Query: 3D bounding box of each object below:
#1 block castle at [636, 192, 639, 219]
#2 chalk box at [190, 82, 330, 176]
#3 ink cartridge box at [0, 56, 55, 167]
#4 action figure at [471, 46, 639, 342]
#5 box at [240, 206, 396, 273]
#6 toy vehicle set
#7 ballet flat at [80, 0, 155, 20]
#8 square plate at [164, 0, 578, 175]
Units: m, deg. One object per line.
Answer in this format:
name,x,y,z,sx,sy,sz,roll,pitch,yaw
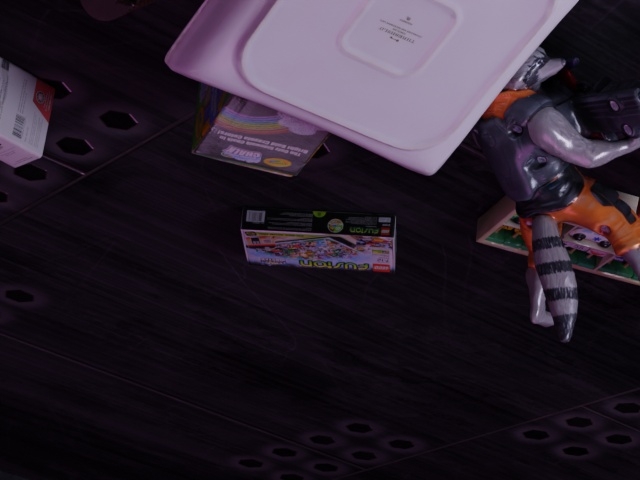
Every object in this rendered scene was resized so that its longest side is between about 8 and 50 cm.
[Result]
block castle,0.583,-0.004,2.157,0.303,0.213,0.453,-12,149,31
chalk box,-0.064,-0.164,2.055,0.132,0.132,0.213,13,154,-18
ink cartridge box,-0.390,-0.161,2.159,0.056,0.099,0.135,-18,144,41
action figure,0.279,-0.075,1.989,0.178,0.330,0.341,-28,-174,-32
box,0.000,0.000,2.478,0.207,0.036,0.114,3,154,5
toy vehicle set,0.359,-0.013,2.381,0.267,0.035,0.166,14,153,-17
ballet flat,-0.145,-0.293,1.903,0.250,0.058,0.084,-19,110,31
square plate,0.074,-0.228,1.843,0.347,0.049,0.344,21,127,-27
